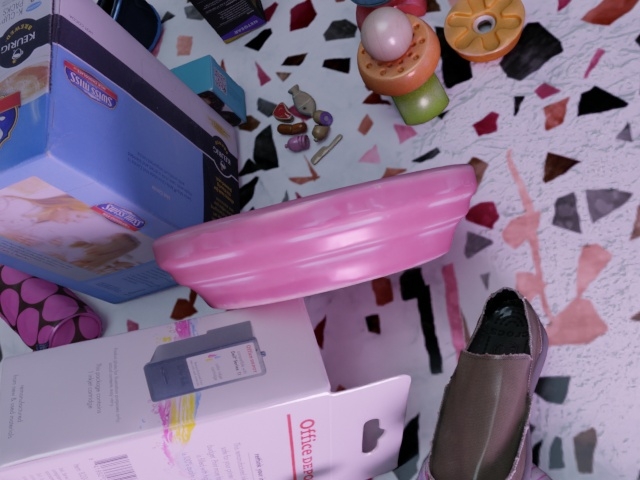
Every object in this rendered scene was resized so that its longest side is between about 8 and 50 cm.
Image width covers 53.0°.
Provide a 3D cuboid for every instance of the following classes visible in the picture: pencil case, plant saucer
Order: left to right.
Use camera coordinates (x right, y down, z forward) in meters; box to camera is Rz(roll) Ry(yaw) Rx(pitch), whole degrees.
[{"bbox_3d":[-0.412,0.098,0.921,0.209,0.095,0.098,30,105,32],"label":"pencil case"},{"bbox_3d":[0.000,0.000,0.660,0.331,0.332,0.084,-13,91,19],"label":"plant saucer"}]

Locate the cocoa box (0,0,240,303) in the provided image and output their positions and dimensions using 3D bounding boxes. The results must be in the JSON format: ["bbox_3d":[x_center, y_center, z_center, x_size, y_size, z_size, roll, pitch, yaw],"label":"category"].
[{"bbox_3d":[-0.279,-0.089,0.781,0.231,0.347,0.228,-16,65,20],"label":"cocoa box"}]

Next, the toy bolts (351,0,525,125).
[{"bbox_3d":[0.118,-0.301,0.797,0.218,0.158,0.229,-32,61,10],"label":"toy bolts"}]

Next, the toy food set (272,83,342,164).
[{"bbox_3d":[-0.028,-0.162,0.888,0.078,0.019,0.122,-44,60,3],"label":"toy food set"}]

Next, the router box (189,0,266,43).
[{"bbox_3d":[-0.197,-0.492,0.962,0.080,0.243,0.309,-23,64,14],"label":"router box"}]

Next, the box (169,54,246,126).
[{"bbox_3d":[-0.239,-0.183,0.944,0.244,0.100,0.060,-15,66,18],"label":"box"}]

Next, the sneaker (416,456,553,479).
[{"bbox_3d":[0.189,0.257,0.585,0.252,0.103,0.111,6,75,25],"label":"sneaker"}]

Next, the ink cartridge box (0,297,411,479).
[{"bbox_3d":[-0.101,0.179,0.636,0.353,0.207,0.119,-11,46,-10],"label":"ink cartridge box"}]

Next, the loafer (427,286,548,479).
[{"bbox_3d":[0.151,0.141,0.596,0.094,0.088,0.251,-3,39,29],"label":"loafer"}]

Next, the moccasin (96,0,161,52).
[{"bbox_3d":[-0.399,-0.263,1.034,0.137,0.117,0.342,23,81,29],"label":"moccasin"}]
